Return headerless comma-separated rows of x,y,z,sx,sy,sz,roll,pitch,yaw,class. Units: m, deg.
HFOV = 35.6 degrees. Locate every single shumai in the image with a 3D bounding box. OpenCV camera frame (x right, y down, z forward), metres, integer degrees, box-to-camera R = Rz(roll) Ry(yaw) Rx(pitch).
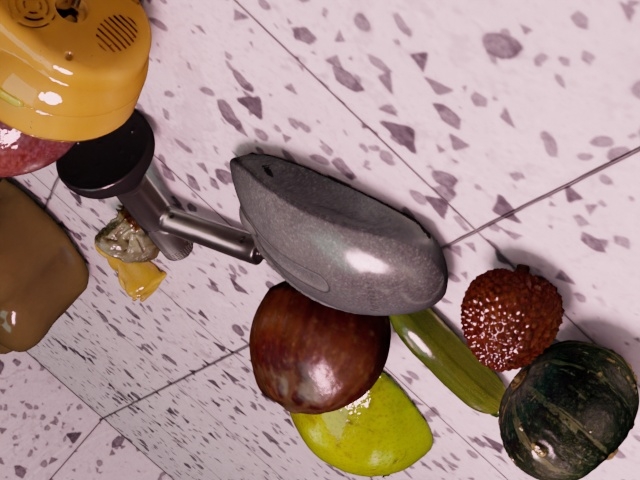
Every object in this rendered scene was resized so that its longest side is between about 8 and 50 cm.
-0.343,-0.019,1.820,0.099,0.123,0.087,45,120,36,shumai

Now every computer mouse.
-0.002,0.001,1.350,0.374,0.114,0.203,23,150,33,computer mouse

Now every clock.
-0.362,-0.273,1.256,0.317,0.244,0.200,37,139,-2,clock

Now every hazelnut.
-0.013,0.157,1.510,0.218,0.218,0.234,49,155,-18,hazelnut

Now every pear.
0.052,0.300,1.751,0.288,0.139,0.239,29,144,18,pear

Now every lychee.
0.227,0.093,1.193,0.123,0.123,0.129,8,104,47,lychee

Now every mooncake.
-0.760,0.034,2.238,0.467,0.262,0.467,31,151,20,mooncake

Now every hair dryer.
-0.213,-0.068,1.586,0.284,0.156,0.320,-2,149,27,hair dryer

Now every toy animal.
-0.387,0.043,1.995,0.159,0.083,0.070,45,-176,13,toy animal

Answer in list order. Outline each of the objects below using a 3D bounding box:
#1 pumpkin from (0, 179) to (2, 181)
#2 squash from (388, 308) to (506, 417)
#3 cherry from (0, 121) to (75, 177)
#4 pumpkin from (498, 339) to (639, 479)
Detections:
-0.733,-0.232,1.675,0.454,0.344,0.454,24,156,11,pumpkin
0.185,0.170,1.426,0.258,0.069,0.069,44,154,-10,squash
-0.478,-0.214,1.445,0.261,0.307,0.221,65,166,-1,cherry
0.298,0.205,1.202,0.146,0.190,0.190,35,155,-12,pumpkin
